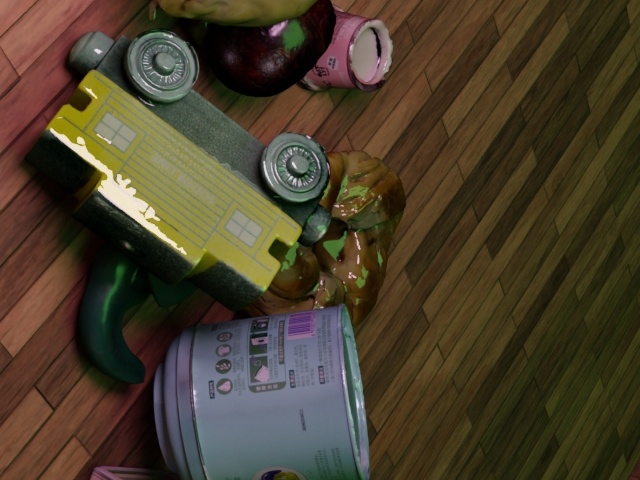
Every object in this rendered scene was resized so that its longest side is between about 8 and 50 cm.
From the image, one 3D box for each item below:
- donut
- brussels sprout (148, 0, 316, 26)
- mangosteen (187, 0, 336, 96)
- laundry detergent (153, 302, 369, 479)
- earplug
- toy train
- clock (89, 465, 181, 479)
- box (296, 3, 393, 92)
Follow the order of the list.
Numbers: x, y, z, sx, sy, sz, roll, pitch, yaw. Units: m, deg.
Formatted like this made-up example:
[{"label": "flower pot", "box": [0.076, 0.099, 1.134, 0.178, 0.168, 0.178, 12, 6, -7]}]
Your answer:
[{"label": "donut", "box": [0.000, 0.000, 2.157, 0.360, 0.170, 0.360, -26, 124, -46]}, {"label": "brussels sprout", "box": [-0.104, -0.512, 1.674, 0.361, 0.342, 0.425, -26, 124, -34]}, {"label": "mangosteen", "box": [-0.088, -0.334, 1.902, 0.216, 0.216, 0.216, -22, 119, -47]}, {"label": "laundry detergent", "box": [-0.092, 0.258, 1.973, 0.287, 0.305, 0.287, -8, 90, -84]}, {"label": "earplug", "box": [-0.234, 0.063, 1.874, 0.164, 0.280, 0.257, 67, 7, -80]}, {"label": "toy train", "box": [-0.194, -0.091, 1.740, 0.442, 0.179, 0.272, 37, 65, -12]}, {"label": "clock", "box": [-0.262, 0.416, 1.976, 0.192, 0.147, 0.071, 18, 92, -53]}, {"label": "box", "box": [0.039, -0.320, 2.121, 0.151, 0.135, 0.151, -25, 121, -48]}]
